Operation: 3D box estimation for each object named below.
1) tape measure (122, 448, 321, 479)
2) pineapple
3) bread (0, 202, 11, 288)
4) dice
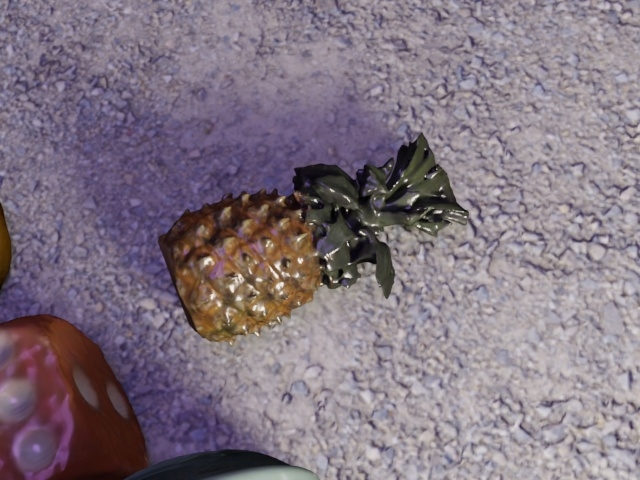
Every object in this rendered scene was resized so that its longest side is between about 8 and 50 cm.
[{"bbox_3d":[-0.102,0.294,0.886,0.259,0.262,0.138,-24,56,-2],"label":"tape measure"},{"bbox_3d":[0.000,0.000,1.055,0.310,0.141,0.170,-22,61,-8],"label":"pineapple"},{"bbox_3d":[-0.457,0.013,1.151,0.236,0.070,0.236,-4,67,9],"label":"bread"},{"bbox_3d":[-0.281,0.184,0.994,0.173,0.179,0.175,-27,64,-2],"label":"dice"}]
